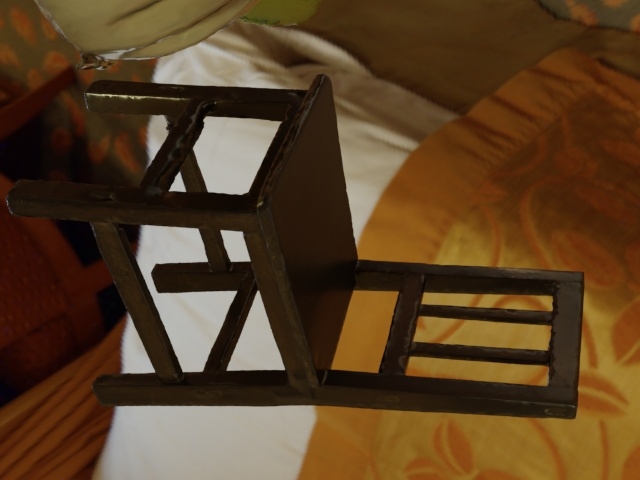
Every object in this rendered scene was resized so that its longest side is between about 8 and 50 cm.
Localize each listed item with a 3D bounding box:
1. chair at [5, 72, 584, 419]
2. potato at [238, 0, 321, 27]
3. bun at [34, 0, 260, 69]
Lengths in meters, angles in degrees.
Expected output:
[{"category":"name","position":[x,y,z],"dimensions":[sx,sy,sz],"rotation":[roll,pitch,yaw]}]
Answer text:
[{"category":"chair","position":[0.000,0.000,0.884],"dimensions":[0.416,0.203,0.240],"rotation":[-2,125,16]},{"category":"potato","position":[-0.063,-0.220,0.799],"dimensions":[0.120,0.198,0.054],"rotation":[2,80,31]},{"category":"bun","position":[-0.059,-0.228,0.561],"dimensions":[0.175,0.263,0.263],"rotation":[-4,113,6]}]
